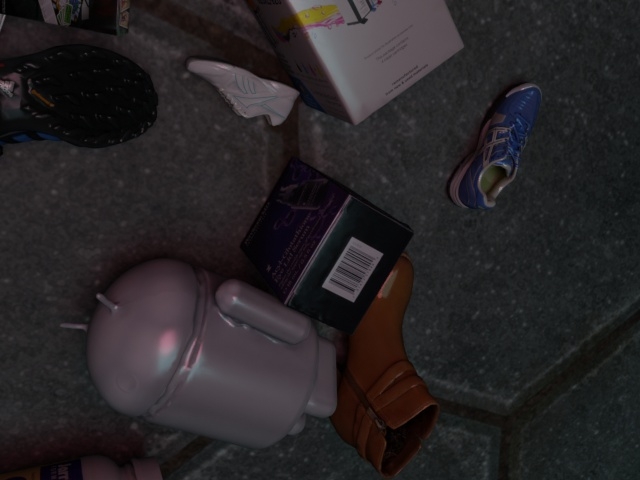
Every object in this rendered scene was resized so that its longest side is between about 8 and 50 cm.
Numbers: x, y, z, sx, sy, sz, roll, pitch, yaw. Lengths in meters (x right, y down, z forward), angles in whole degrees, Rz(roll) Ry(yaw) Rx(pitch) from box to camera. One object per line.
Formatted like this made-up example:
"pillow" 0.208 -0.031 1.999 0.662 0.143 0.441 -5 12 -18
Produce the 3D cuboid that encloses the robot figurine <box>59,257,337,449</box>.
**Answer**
"robot figurine" -0.144 0.146 0.891 0.353 0.200 0.300 25 132 -29

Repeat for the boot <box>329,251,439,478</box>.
"boot" 0.097 0.170 0.990 0.109 0.220 0.284 25 98 -28

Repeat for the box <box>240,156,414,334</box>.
"box" 0.000 0.000 0.893 0.108 0.207 0.153 28 96 -29

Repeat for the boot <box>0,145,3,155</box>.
"boot" -0.425 -0.067 0.781 0.121 0.045 0.099 4 106 -19

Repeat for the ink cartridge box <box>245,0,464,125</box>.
"ink cartridge box" 0.019 -0.289 0.814 0.168 0.171 0.233 -36 118 -7

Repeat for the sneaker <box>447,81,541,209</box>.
"sneaker" 0.276 -0.135 1.033 0.080 0.081 0.211 24 97 -27

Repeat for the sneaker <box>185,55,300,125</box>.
"sneaker" -0.100 -0.187 0.870 0.152 0.054 0.061 17 105 -28

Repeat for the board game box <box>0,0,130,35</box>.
"board game box" -0.246 -0.343 0.672 0.136 0.030 0.260 14 111 10

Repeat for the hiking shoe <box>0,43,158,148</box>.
"hiking shoe" -0.326 -0.158 0.754 0.304 0.132 0.113 -12 110 -44

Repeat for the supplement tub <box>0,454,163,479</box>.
"supplement tub" -0.362 0.411 0.874 0.331 0.241 0.241 -7 112 -21

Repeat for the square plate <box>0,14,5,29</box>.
"square plate" -0.428 -0.387 0.631 0.347 0.049 0.344 19 102 -38
